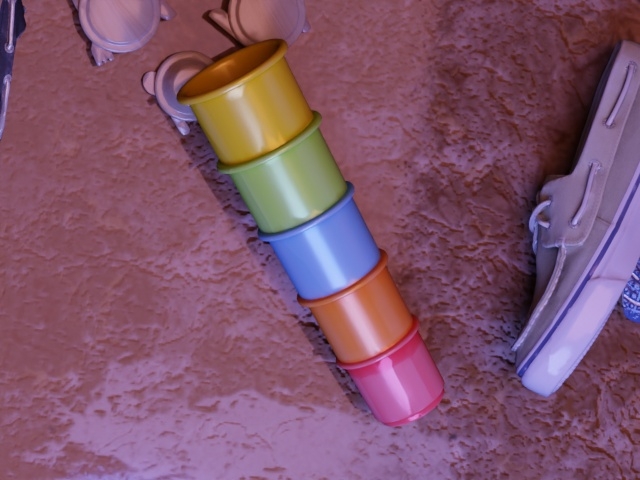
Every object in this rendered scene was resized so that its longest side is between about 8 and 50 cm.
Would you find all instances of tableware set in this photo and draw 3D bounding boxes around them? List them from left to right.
[{"bbox_3d":[-0.099,-0.177,1.550,0.169,0.020,0.141,-41,103,-11],"label":"tableware set"}]

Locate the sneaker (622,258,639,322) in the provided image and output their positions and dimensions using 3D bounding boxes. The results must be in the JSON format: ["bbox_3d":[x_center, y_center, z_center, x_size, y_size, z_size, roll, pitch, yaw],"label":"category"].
[{"bbox_3d":[0.288,0.007,1.644,0.052,0.058,0.135,27,91,-2],"label":"sneaker"}]

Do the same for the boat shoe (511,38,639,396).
[{"bbox_3d":[0.219,-0.021,1.615,0.094,0.109,0.302,27,79,2],"label":"boat shoe"}]

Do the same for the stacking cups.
[{"bbox_3d":[0.000,0.000,1.554,0.096,0.096,0.316,-32,111,-11],"label":"stacking cups"}]

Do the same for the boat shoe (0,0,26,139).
[{"bbox_3d":[-0.260,-0.169,1.487,0.070,0.078,0.219,10,87,-50],"label":"boat shoe"}]
